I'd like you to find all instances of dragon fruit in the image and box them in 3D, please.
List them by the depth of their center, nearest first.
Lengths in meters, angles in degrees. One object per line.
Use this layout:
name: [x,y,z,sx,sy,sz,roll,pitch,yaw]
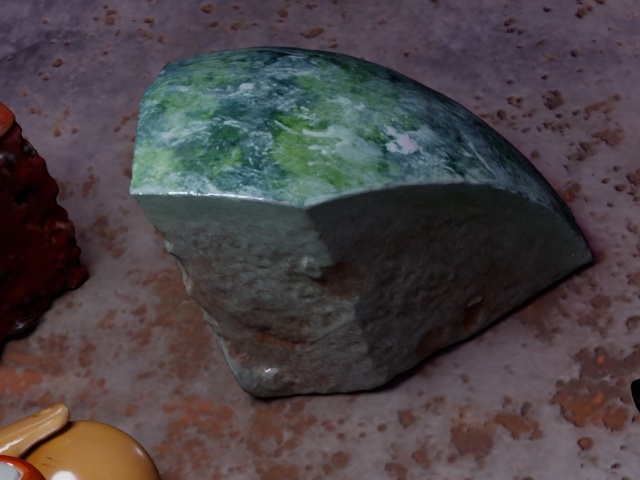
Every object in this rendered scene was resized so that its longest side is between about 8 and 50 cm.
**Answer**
dragon fruit: [-0.398,-0.033,1.520,0.286,0.228,0.329,-40,58,-13]

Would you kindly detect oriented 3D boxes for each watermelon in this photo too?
watermelon: [0.000,0.000,1.433,0.387,0.258,0.228,6,25,-35]

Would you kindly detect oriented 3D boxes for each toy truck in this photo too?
toy truck: [-0.209,0.219,1.301,0.239,0.189,0.265,-26,12,-11]

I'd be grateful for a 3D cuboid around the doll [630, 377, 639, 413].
doll: [0.340,0.057,1.342,0.257,0.117,0.182,-38,50,-10]
